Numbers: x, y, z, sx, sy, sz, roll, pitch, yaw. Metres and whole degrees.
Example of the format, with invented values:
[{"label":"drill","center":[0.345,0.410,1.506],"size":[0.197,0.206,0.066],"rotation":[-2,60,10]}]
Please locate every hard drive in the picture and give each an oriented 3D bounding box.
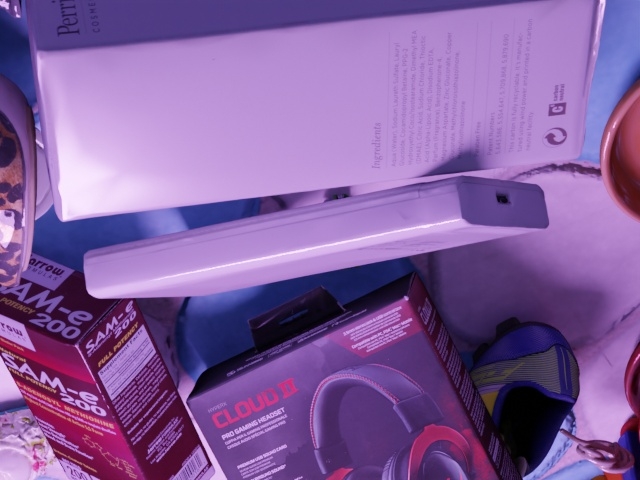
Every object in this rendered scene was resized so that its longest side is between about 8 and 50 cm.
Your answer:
[{"label":"hard drive","center":[0.000,0.000,1.539],"size":[0.308,0.040,0.203],"rotation":[-11,175,23]}]

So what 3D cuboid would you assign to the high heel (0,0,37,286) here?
[{"label":"high heel","center":[-0.298,-0.078,1.411],"size":[0.186,0.093,0.261],"rotation":[-4,118,-6]}]

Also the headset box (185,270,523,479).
[{"label":"headset box","center":[0.036,0.181,1.725],"size":[0.218,0.110,0.293],"rotation":[-25,97,11]}]

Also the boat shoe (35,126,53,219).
[{"label":"boat shoe","center":[-0.331,-0.104,1.469],"size":[0.302,0.091,0.114],"rotation":[38,85,-32]}]

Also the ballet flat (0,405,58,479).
[{"label":"ballet flat","center":[-0.328,0.215,1.762],"size":[0.241,0.077,0.091],"rotation":[-17,131,1]}]

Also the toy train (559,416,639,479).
[{"label":"toy train","center":[0.281,0.245,1.929],"size":[0.248,0.105,0.143],"rotation":[22,136,-29]}]

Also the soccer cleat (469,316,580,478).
[{"label":"soccer cleat","center":[0.143,0.198,1.830],"size":[0.093,0.121,0.289],"rotation":[15,126,-25]}]

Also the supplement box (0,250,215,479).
[{"label":"supplement box","center":[-0.188,0.126,1.675],"size":[0.073,0.130,0.239],"rotation":[-48,139,-28]}]

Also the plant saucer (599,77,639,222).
[{"label":"plant saucer","center":[0.329,-0.093,1.678],"size":[0.200,0.037,0.200],"rotation":[-7,131,-8]}]

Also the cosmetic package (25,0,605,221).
[{"label":"cosmetic package","center":[-0.017,-0.154,1.424],"size":[0.385,0.217,0.156],"rotation":[-7,131,-10]}]

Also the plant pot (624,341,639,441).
[{"label":"plant pot","center":[0.380,0.163,1.821],"size":[0.191,0.174,0.191],"rotation":[-7,131,-8]}]

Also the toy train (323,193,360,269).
[{"label":"toy train","center":[0.019,-0.007,1.692],"size":[0.024,0.017,0.083],"rotation":[-8,133,7]}]
